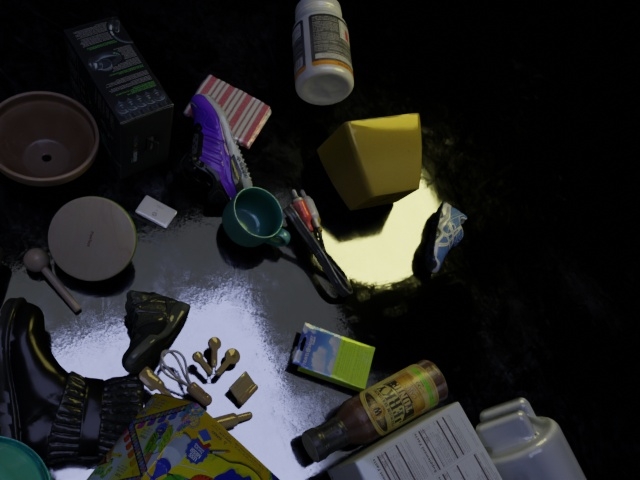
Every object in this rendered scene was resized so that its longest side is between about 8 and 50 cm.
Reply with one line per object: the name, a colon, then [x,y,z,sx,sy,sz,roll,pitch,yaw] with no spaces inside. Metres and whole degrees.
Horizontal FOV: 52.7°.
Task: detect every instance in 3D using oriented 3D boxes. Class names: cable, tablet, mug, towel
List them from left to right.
tablet: [-0.390,-0.068,1.536,0.083,0.006,0.054,28,61,-3]
towel: [-0.243,-0.338,1.699,0.197,0.029,0.144,28,63,-3]
mug: [-0.161,-0.038,1.535,0.130,0.097,0.157,-23,84,-39]
cable: [0.000,0.000,1.560,0.072,0.139,0.287,-36,73,10]

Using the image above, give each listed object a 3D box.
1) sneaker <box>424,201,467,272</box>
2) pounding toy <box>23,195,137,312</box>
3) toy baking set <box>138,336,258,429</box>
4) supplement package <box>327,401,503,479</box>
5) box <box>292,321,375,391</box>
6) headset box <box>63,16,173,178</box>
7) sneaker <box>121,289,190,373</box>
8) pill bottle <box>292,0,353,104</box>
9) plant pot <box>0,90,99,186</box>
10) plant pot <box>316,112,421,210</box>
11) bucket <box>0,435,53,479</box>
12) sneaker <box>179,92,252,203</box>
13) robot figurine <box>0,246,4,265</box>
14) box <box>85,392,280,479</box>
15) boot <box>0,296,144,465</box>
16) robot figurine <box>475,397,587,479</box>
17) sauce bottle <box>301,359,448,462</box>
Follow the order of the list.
sneaker: [0.329,-0.006,1.689,0.081,0.080,0.211,23,62,-3]
pounding toy: [-0.508,0.012,1.423,0.183,0.110,0.237,44,90,-7]
toy baking set: [-0.250,0.310,1.354,0.256,0.030,0.196,-9,73,-41]
supplement package: [0.193,0.496,1.341,0.263,0.199,0.198,-22,75,-24]
box: [0.028,0.269,1.487,0.178,0.042,0.109,21,61,-7]
headset box: [-0.461,-0.316,1.493,0.131,0.246,0.283,-27,75,-26]
sneaker: [-0.376,0.184,1.349,0.130,0.087,0.227,24,34,3]
pill bottle: [0.003,-0.529,1.786,0.162,0.162,0.278,3,65,-16]
plant pot: [-0.629,-0.213,1.471,0.238,0.109,0.237,7,64,-15]
plant pot: [0.139,-0.190,1.656,0.212,0.212,0.187,-10,82,-22]
bucket: [-0.588,0.468,1.069,0.282,0.183,0.280,0,90,1]
sneaker: [-0.283,-0.221,1.577,0.146,0.102,0.293,-21,80,-20]
robot figurine: [-0.772,0.036,1.277,0.174,0.209,0.278,-4,62,21]
box: [-0.252,0.481,1.163,0.290,0.177,0.279,50,58,-24]
boot: [-0.484,0.272,1.272,0.260,0.131,0.347,-6,78,-13]
robot figurine: [0.466,0.525,1.397,0.353,0.200,0.300,63,26,2]
sauce bottle: [0.123,0.380,1.427,0.345,0.111,0.111,-23,75,-25]
